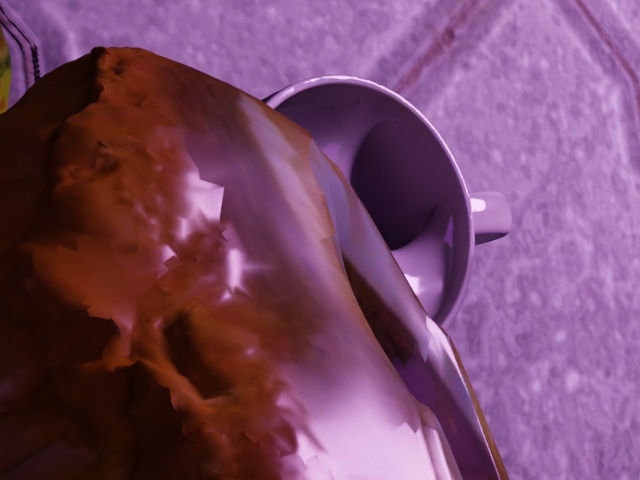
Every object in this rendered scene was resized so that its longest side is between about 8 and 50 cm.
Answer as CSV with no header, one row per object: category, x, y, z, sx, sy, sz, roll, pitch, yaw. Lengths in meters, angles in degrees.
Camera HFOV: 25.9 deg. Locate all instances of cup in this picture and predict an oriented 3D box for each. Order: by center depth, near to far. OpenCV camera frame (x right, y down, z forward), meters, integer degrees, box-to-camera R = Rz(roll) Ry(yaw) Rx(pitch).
cup,-0.009,-0.008,0.682,0.173,0.142,0.134,-42,104,-33

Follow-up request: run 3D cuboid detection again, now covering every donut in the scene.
donut,-0.013,0.092,0.435,0.330,0.160,0.330,53,17,-24

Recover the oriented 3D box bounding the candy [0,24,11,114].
candy,-0.181,-0.110,0.599,0.069,0.149,0.246,-16,86,1
